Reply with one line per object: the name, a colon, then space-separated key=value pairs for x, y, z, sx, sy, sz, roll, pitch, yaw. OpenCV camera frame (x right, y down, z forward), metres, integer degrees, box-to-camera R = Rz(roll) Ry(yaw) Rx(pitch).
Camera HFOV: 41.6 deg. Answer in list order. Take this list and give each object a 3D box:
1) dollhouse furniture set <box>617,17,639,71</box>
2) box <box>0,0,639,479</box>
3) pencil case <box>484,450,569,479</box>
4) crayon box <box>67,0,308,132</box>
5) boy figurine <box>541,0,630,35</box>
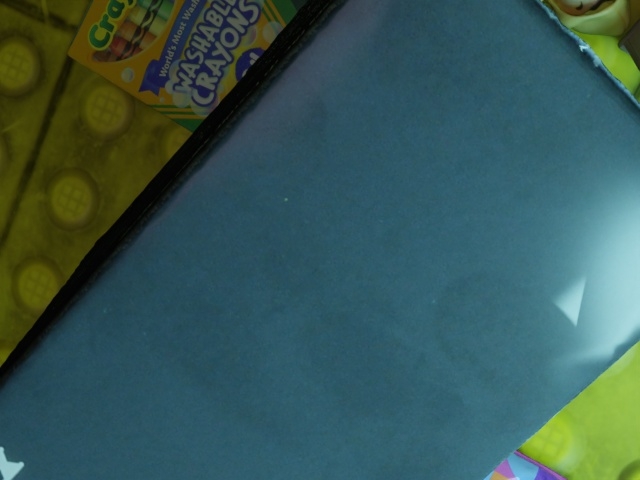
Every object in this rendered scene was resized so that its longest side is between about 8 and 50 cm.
dollhouse furniture set: x=0.449 y=-0.096 z=0.849 sx=0.303 sy=0.198 sz=0.286 roll=27 pitch=125 yaw=-16
box: x=0.000 y=0.000 z=0.740 sx=0.297 sy=0.472 sz=0.480 roll=41 pitch=104 yaw=-11
pencil case: x=0.187 y=0.263 z=0.920 sx=0.236 sy=0.104 sz=0.104 roll=31 pitch=100 yaw=12
crayon box: x=-0.160 y=-0.255 z=1.015 sx=0.323 sy=0.083 sz=0.203 roll=32 pitch=100 yaw=14
boy figurine: x=0.215 y=-0.318 z=0.898 sx=0.177 sy=0.092 sz=0.285 roll=-39 pitch=78 yaw=11
